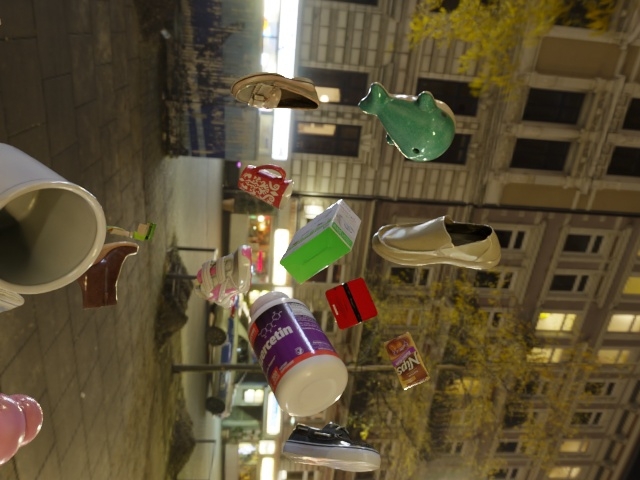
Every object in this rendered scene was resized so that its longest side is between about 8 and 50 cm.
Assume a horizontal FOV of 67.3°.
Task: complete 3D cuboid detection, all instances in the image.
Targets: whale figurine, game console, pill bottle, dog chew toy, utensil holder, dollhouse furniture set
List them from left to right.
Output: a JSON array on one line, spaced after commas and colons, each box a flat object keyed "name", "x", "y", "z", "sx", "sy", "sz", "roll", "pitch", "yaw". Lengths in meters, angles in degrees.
[{"name": "dog chew toy", "x": -0.790, "y": 0.445, "z": 1.106, "sx": 0.332, "sy": 0.207, "sz": 0.206, "roll": 19, "pitch": 73, "yaw": -75}, {"name": "utensil holder", "x": -0.863, "y": -0.076, "z": 1.361, "sx": 0.328, "sy": 0.386, "sz": 0.327, "roll": -36, "pitch": 140, "yaw": -37}, {"name": "dollhouse furniture set", "x": -0.576, "y": -0.040, "z": 1.456, "sx": 0.076, "sy": 0.152, "sz": 0.058, "roll": 14, "pitch": -92, "yaw": 42}, {"name": "pill bottle", "x": -0.075, "y": 0.272, "z": 1.230, "sx": 0.323, "sy": 0.182, "sz": 0.181, "roll": -130, "pitch": -141, "yaw": -49}, {"name": "game console", "x": 0.105, "y": 0.215, "z": 1.644, "sx": 0.085, "sy": 0.124, "sz": 0.143, "roll": -1, "pitch": 66, "yaw": -65}, {"name": "whale figurine", "x": 0.233, "y": -0.316, "z": 1.313, "sx": 0.216, "sy": 0.272, "sz": 0.141, "roll": -44, "pitch": -158, "yaw": 58}]

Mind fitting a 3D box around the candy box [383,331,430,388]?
[{"name": "candy box", "x": 0.329, "y": 0.458, "z": 1.835, "sx": 0.186, "sy": 0.109, "sz": 0.053, "roll": 68, "pitch": 7, "yaw": 32}]

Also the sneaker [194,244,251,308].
[{"name": "sneaker", "x": -0.248, "y": 0.093, "z": 1.211, "sx": 0.252, "sy": 0.111, "sz": 0.102, "roll": -48, "pitch": -142, "yaw": 43}]

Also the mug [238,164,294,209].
[{"name": "mug", "x": -0.186, "y": -0.207, "z": 1.684, "sx": 0.113, "sy": 0.170, "sz": 0.150, "roll": -46, "pitch": 159, "yaw": -69}]

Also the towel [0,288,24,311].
[{"name": "towel", "x": -0.976, "y": 0.149, "z": 1.334, "sx": 0.285, "sy": 0.209, "sz": 0.034, "roll": -16, "pitch": -128, "yaw": 37}]

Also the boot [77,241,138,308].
[{"name": "boot", "x": -0.704, "y": 0.113, "z": 1.608, "sx": 0.248, "sy": 0.090, "sz": 0.206, "roll": -9, "pitch": 89, "yaw": -62}]

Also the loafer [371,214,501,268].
[{"name": "loafer", "x": 0.243, "y": -0.006, "z": 1.013, "sx": 0.101, "sy": 0.269, "sz": 0.092, "roll": -75, "pitch": 165, "yaw": -47}]

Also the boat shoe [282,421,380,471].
[{"name": "boat shoe", "x": 0.027, "y": 0.576, "z": 1.375, "sx": 0.121, "sy": 0.336, "sz": 0.119, "roll": 47, "pitch": 48, "yaw": -35}]

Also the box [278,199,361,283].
[{"name": "box", "x": 0.000, "y": 0.000, "z": 1.797, "sx": 0.262, "sy": 0.126, "sz": 0.231, "roll": -36, "pitch": -165, "yaw": 28}]

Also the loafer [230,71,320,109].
[{"name": "loafer", "x": -0.053, "y": -0.188, "z": 0.621, "sx": 0.045, "sy": 0.125, "sz": 0.039, "roll": -49, "pitch": -118, "yaw": 47}]
